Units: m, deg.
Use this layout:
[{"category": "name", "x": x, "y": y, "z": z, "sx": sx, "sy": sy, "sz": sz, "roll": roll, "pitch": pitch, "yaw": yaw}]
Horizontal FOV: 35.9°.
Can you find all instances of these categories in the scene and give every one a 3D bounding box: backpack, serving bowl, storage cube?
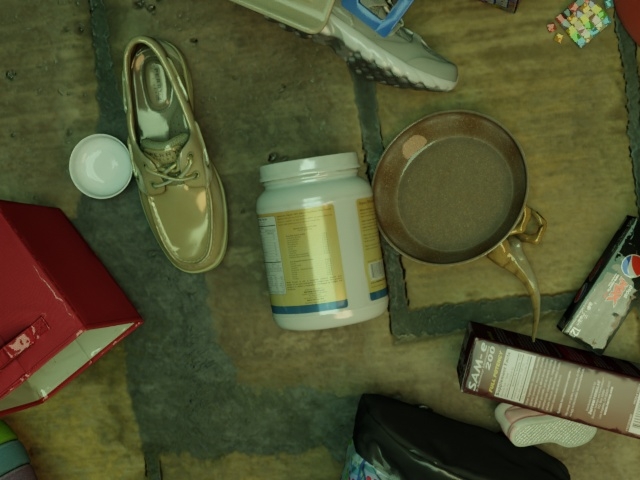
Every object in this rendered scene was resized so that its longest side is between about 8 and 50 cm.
[{"category": "backpack", "x": 0.118, "y": 0.412, "z": 1.181, "sx": 0.290, "sy": 0.273, "sz": 0.355, "roll": 22, "pitch": 108, "yaw": -3}, {"category": "serving bowl", "x": -0.280, "y": -0.096, "z": 1.273, "sx": 0.083, "sy": 0.027, "sz": 0.083, "roll": 0, "pitch": 94, "yaw": 4}, {"category": "storage cube", "x": -0.369, "y": 0.083, "z": 1.206, "sx": 0.183, "sy": 0.215, "sz": 0.193, "roll": -39, "pitch": 83, "yaw": 7}]

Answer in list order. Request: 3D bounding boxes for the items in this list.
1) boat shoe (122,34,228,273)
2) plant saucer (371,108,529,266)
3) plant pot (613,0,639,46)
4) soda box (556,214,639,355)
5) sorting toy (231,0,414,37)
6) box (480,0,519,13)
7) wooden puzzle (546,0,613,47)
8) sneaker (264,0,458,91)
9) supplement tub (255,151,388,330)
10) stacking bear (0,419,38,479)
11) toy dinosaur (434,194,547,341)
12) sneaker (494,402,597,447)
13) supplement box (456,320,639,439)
[{"category": "boat shoe", "x": -0.189, "y": -0.104, "z": 1.229, "sx": 0.109, "sy": 0.098, "sz": 0.302, "roll": -10, "pitch": 93, "yaw": 6}, {"category": "plant saucer", "x": 0.160, "y": -0.061, "z": 1.205, "sx": 0.198, "sy": 0.036, "sz": 0.199, "roll": -7, "pitch": 72, "yaw": 22}, {"category": "plant pot", "x": 0.473, "y": -0.331, "z": 1.084, "sx": 0.275, "sy": 0.243, "sz": 0.275, "roll": 0, "pitch": 94, "yaw": 6}, {"category": "soda box", "x": 0.362, "y": 0.055, "z": 1.214, "sx": 0.060, "sy": 0.053, "sz": 0.169, "roll": 32, "pitch": 96, "yaw": 1}, {"category": "sorting toy", "x": -0.046, "y": -0.346, "z": 1.062, "sx": 0.347, "sy": 0.047, "sz": 0.196, "roll": 24, "pitch": 108, "yaw": 4}, {"category": "box", "x": 0.155, "y": -0.455, "z": 1.126, "sx": 0.279, "sy": 0.177, "sz": 0.290, "roll": 23, "pitch": 98, "yaw": 6}, {"category": "wooden puzzle", "x": 0.323, "y": -0.271, "z": 1.214, "sx": 0.083, "sy": 0.006, "sz": 0.049, "roll": -41, "pitch": 92, "yaw": 14}, {"category": "sneaker", "x": 0.059, "y": -0.264, "z": 1.161, "sx": 0.281, "sy": 0.105, "sz": 0.115, "roll": 26, "pitch": 88, "yaw": -24}, {"category": "supplement tub", "x": 0.000, "y": 0.000, "z": 1.196, "sx": 0.144, "sy": 0.144, "sz": 0.200, "roll": -8, "pitch": 93, "yaw": 6}, {"category": "stacking bear", "x": -0.478, "y": 0.269, "z": 1.257, "sx": 0.164, "sy": 0.175, "sz": 0.289, "roll": -39, "pitch": 82, "yaw": 8}, {"category": "toy dinosaur", "x": 0.233, "y": 0.011, "z": 1.221, "sx": 0.112, "sy": 0.064, "sz": 0.211, "roll": -48, "pitch": 70, "yaw": 13}, {"category": "sneaker", "x": 0.279, "y": 0.222, "z": 1.237, "sx": 0.134, "sy": 0.070, "sz": 0.051, "roll": 3, "pitch": 112, "yaw": -25}, {"category": "supplement box", "x": 0.290, "y": 0.168, "z": 1.190, "sx": 0.239, "sy": 0.130, "sz": 0.073, "roll": 15, "pitch": 95, "yaw": 5}]
